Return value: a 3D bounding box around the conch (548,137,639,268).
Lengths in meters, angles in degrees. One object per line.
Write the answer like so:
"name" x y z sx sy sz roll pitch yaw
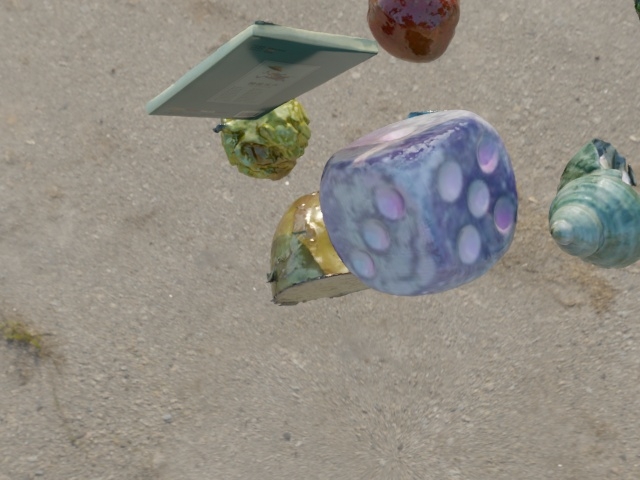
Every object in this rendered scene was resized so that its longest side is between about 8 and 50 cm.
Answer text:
"conch" 0.483 -0.053 1.065 0.277 0.195 0.220 -28 105 -32

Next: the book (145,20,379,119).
"book" -0.114 -0.286 1.096 0.264 0.379 0.031 -8 86 -41

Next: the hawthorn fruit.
"hawthorn fruit" 0.211 -0.609 1.607 0.301 0.254 0.253 11 71 -13

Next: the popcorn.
"popcorn" -0.149 -0.278 1.575 0.249 0.225 0.249 -13 70 40

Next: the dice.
"dice" 0.180 -0.071 1.130 0.270 0.270 0.271 -34 112 -36

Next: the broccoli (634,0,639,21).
"broccoli" 0.656 -0.450 1.057 0.298 0.297 0.297 37 60 17

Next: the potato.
"potato" 0.000 0.000 1.391 0.301 0.288 0.237 -10 75 -14

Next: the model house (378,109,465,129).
"model house" 0.310 -0.191 1.603 0.241 0.261 0.225 -26 61 -2
